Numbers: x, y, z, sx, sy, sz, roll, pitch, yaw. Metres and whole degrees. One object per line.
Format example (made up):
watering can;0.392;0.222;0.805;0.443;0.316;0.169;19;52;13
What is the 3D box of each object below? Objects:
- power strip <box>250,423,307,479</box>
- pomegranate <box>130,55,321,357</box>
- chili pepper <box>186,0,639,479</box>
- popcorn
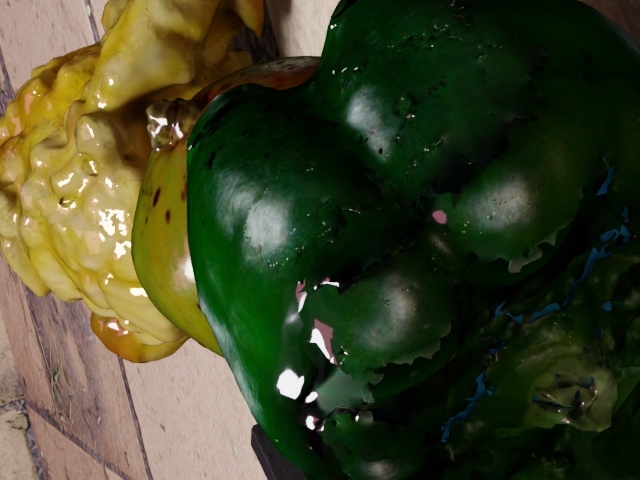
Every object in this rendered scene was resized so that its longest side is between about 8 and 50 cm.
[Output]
power strip;-0.023;0.200;1.403;0.029;0.038;0.111;98;150;-51
pomegranate;-0.003;0.009;0.988;0.246;0.198;0.198;62;158;10
chili pepper;0.054;0.008;0.765;0.257;0.233;0.248;-133;25;-57
popcorn;-0.121;-0.056;1.220;0.265;0.225;0.332;64;147;38
